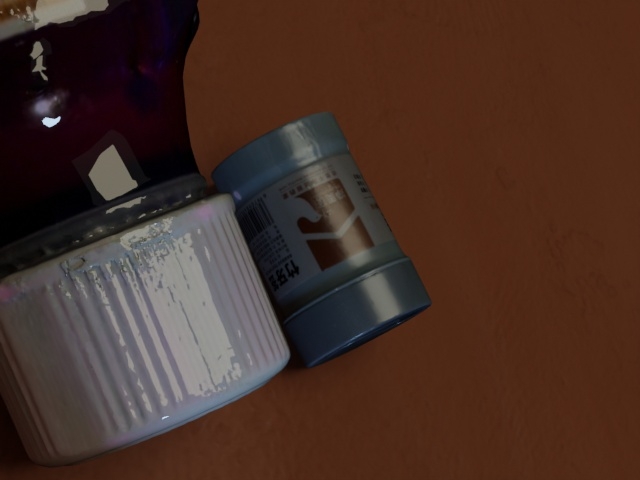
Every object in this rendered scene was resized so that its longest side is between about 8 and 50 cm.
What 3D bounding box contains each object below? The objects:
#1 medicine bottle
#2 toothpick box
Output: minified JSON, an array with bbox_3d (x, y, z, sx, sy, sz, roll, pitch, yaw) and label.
[{"bbox_3d":[-0.161,-0.074,0.839,0.242,0.242,0.395,-19,85,-43],"label":"medicine bottle"},{"bbox_3d":[0.000,0.000,1.020,0.101,0.101,0.153,-21,80,-43],"label":"toothpick box"}]
